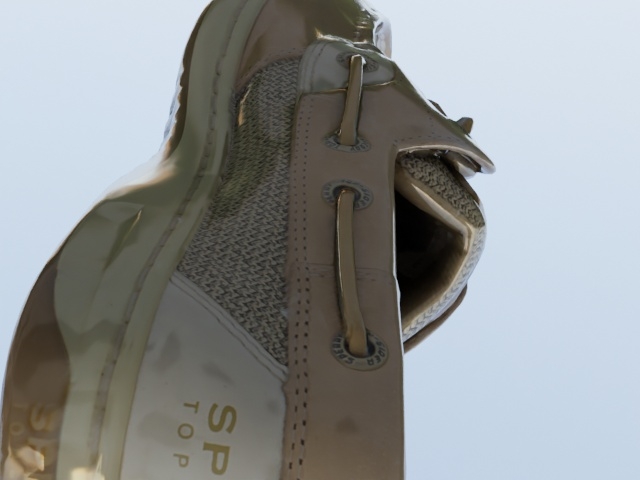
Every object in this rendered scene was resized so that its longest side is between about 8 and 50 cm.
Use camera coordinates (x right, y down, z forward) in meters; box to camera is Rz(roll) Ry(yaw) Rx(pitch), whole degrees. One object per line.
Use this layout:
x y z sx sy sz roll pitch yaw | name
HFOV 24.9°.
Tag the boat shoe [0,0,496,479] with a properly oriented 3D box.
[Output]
0.000 0.000 0.485 0.110 0.122 0.341 8 -150 7 | boat shoe
